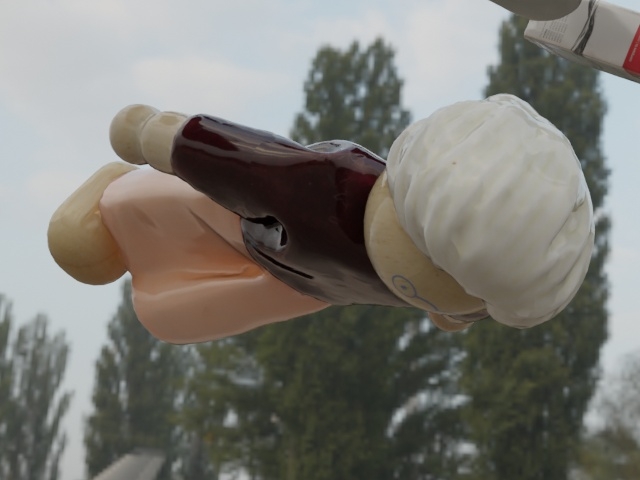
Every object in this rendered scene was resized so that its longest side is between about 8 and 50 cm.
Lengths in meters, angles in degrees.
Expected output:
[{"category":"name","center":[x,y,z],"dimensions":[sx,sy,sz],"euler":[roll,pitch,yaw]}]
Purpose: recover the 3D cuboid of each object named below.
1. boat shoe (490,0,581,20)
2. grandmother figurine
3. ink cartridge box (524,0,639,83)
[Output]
[{"category":"boat shoe","center":[0.134,-0.249,1.050],"dimensions":[0.078,0.070,0.219],"euler":[-28,-32,34]},{"category":"grandmother figurine","center":[0.000,0.000,0.592],"dimensions":[0.208,0.104,0.342],"euler":[16,-11,-28]},{"category":"ink cartridge box","center":[0.275,-0.188,1.196],"dimensions":[0.135,0.056,0.099],"euler":[25,8,29]}]
